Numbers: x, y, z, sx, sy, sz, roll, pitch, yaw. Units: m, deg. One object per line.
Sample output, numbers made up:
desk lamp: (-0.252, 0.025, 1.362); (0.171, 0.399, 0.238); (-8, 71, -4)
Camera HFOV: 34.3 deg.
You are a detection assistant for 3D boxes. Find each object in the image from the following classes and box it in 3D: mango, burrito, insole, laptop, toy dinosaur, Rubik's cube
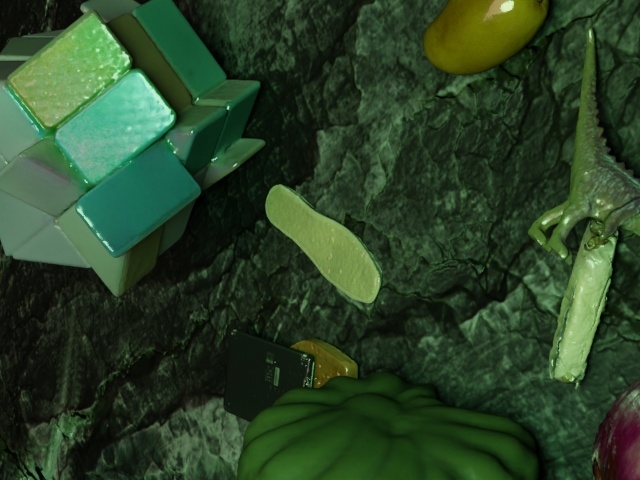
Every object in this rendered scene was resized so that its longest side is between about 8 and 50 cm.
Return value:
mango: (0.179, -0.244, 1.172); (0.184, 0.085, 0.102); (-26, 75, 49)
burrito: (0.285, 0.070, 1.125); (0.045, 0.041, 0.185); (13, 106, 1)
insole: (0.000, 0.000, 1.425); (0.248, 0.011, 0.081); (40, 121, 36)
laptop: (-0.078, 0.205, 1.478); (0.180, 0.016, 0.129); (12, 99, 46)
toy dinosaur: (0.293, -0.070, 1.070); (0.200, 0.072, 0.251); (-43, 50, 8)
Rubik's cube: (-0.298, -0.150, 1.453); (0.368, 0.358, 0.387); (6, 122, 27)

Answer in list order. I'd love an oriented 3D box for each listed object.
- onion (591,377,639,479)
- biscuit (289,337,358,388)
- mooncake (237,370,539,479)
onion: (0.400, 0.191, 0.925); (0.159, 0.349, 0.267); (-101, -1, -49)
biscuit: (-0.024, 0.213, 1.455); (0.221, 0.029, 0.142); (-29, 71, 42)
mooncake: (0.065, 0.281, 1.174); (0.351, 0.351, 0.187); (18, 118, 43)
